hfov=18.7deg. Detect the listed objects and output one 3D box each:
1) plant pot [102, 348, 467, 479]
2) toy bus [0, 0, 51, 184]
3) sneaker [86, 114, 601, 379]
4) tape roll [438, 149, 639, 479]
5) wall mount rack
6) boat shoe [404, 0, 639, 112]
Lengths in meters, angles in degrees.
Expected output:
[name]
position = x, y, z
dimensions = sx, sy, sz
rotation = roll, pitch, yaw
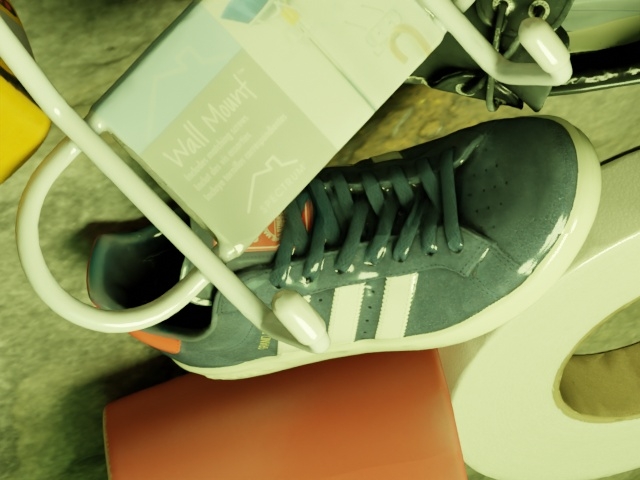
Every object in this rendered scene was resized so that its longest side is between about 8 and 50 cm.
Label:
[plant pot]
position = -0.025, 0.194, 1.426
dimensions = 0.243, 0.275, 0.275
rotation = -9, 145, -3
[toy bus]
position = -0.310, -0.023, 1.045
dimensions = 0.333, 0.130, 0.108
rotation = -31, 147, 12
[sneaker]
position = 0.000, 0.000, 1.203
dimensions = 0.350, 0.131, 0.148
rotation = -23, 147, 33
[tape roll]
position = 0.271, 0.060, 1.557
dimensions = 0.392, 0.072, 0.392
rotation = -16, 145, -11
[wall mount rack]
position = -0.042, -0.121, 1.002
dimensions = 0.350, 0.130, 0.304
rotation = -48, 109, -11
[boat shoe]
position = 0.132, -0.131, 1.173
dimensions = 0.340, 0.113, 0.127
rotation = -5, 142, -25
